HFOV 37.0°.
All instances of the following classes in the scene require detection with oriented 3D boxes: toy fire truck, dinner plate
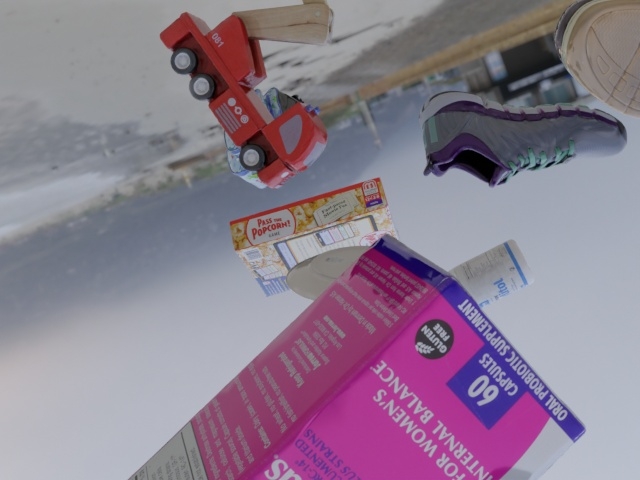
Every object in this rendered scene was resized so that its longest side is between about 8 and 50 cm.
[{"bbox_3d":[-0.039,-0.150,0.696,0.135,0.192,0.047,-36,176,12],"label":"toy fire truck"},{"bbox_3d":[0.037,0.028,0.904,0.141,0.017,0.141,-3,-162,1],"label":"dinner plate"}]

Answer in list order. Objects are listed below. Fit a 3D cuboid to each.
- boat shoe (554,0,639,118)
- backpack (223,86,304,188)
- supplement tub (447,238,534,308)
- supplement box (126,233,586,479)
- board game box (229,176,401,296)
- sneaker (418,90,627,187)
[{"bbox_3d":[0.316,-0.173,0.892,0.285,0.103,0.092,1,-152,-31],"label":"boat shoe"},{"bbox_3d":[-0.079,-0.135,1.255,0.114,0.084,0.105,-46,-143,29],"label":"backpack"},{"bbox_3d":[0.241,0.051,1.355,0.107,0.071,0.071,-28,-174,9],"label":"supplement tub"},{"bbox_3d":[0.004,0.118,0.487,0.220,0.111,0.114,-44,-163,-2],"label":"supplement box"},{"bbox_3d":[0.000,0.000,1.207,0.193,0.045,0.147,-16,151,5],"label":"board game box"},{"bbox_3d":[0.212,-0.089,1.005,0.223,0.098,0.083,6,153,-3],"label":"sneaker"}]
